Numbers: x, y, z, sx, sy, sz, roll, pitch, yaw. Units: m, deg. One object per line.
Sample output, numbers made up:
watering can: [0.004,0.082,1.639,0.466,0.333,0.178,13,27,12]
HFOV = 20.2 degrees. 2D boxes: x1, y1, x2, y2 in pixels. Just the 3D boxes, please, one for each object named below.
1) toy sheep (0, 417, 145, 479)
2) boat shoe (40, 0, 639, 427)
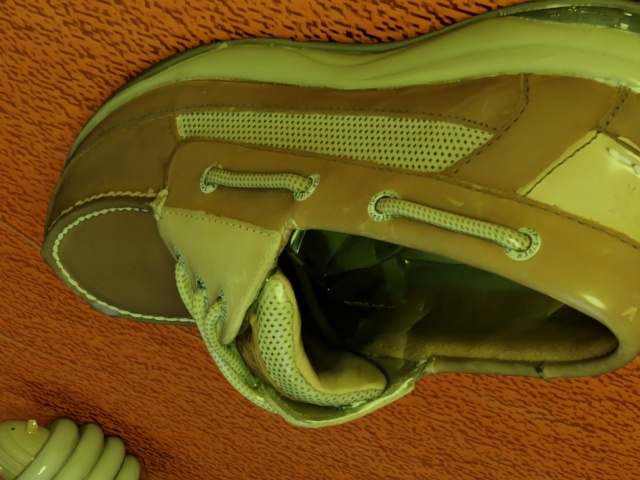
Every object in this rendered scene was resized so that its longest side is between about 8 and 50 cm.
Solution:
toy sheep: [-0.141,0.151,1.059,0.132,0.091,0.091,37,150,-11]
boat shoe: [0.000,0.000,0.653,0.324,0.120,0.122,-10,136,46]
